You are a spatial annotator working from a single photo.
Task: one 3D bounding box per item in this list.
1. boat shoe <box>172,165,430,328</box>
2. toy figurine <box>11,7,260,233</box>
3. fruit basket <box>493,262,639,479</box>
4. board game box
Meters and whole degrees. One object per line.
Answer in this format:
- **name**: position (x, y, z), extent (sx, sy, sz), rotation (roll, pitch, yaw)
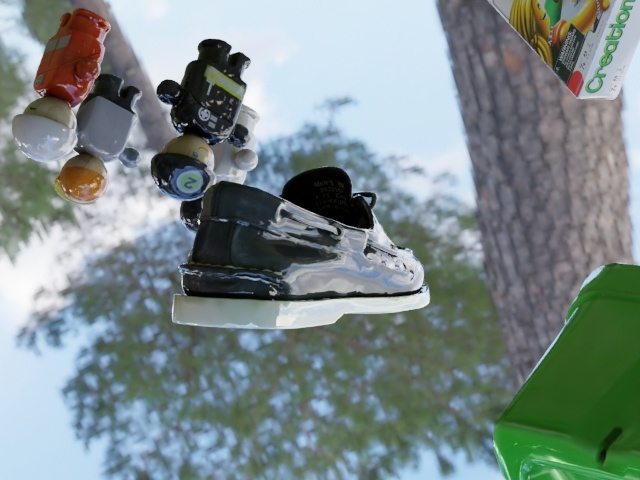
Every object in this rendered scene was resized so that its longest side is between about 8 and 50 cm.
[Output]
- **boat shoe**: position (-0.004, 0.000, 1.017), extent (0.127, 0.113, 0.340), rotation (2, -178, 29)
- **toy figurine**: position (-0.166, -0.098, 1.263), extent (0.213, 0.209, 0.148), rotation (14, -108, 6)
- **fruit basket**: position (0.314, 0.122, 0.738), extent (0.391, 0.283, 0.392), rotation (-5, -166, 1)
- **board game box**: position (0.261, -0.311, 1.250), extent (0.053, 0.305, 0.193), rotation (-2, -142, -24)
